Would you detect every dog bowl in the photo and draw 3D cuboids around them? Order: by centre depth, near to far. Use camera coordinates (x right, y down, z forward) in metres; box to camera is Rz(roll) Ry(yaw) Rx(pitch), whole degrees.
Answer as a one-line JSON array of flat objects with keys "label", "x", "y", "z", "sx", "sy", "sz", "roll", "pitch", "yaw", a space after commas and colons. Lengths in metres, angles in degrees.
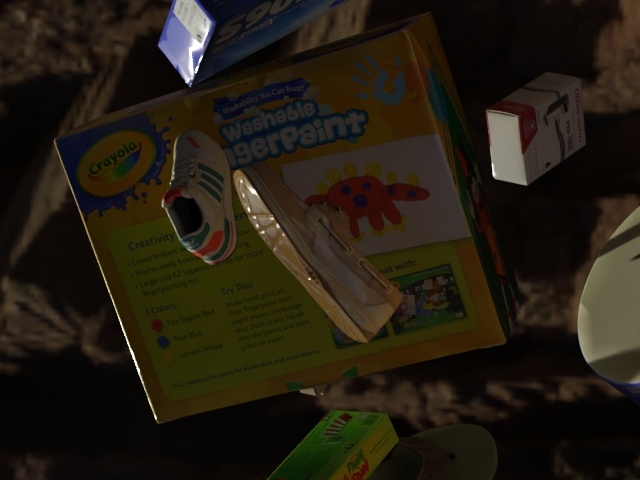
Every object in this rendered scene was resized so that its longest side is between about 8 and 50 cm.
[{"label": "dog bowl", "x": 0.413, "y": 0.064, "z": 1.594, "sx": 0.104, "sy": 0.265, "sz": 0.265, "roll": 31, "pitch": 159, "yaw": -25}]

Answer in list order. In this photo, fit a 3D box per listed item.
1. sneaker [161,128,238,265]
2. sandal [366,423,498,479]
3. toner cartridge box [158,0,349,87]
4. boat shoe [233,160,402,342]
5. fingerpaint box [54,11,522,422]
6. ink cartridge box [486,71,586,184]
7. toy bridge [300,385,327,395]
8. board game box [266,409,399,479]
[{"label": "sneaker", "x": -0.134, "y": -0.056, "z": 1.521, "sx": 0.057, "sy": 0.161, "sz": 0.075, "roll": -24, "pitch": 152, "yaw": 24}, {"label": "sandal", "x": 0.097, "y": 0.310, "z": 1.871, "sx": 0.303, "sy": 0.120, "sz": 0.086, "roll": -11, "pitch": 158, "yaw": -19}, {"label": "toner cartridge box", "x": -0.033, "y": -0.332, "z": 1.836, "sx": 0.348, "sy": 0.075, "sz": 0.165, "roll": -32, "pitch": 171, "yaw": -26}, {"label": "boat shoe", "x": 0.000, "y": 0.000, "z": 1.135, "sx": 0.170, "sy": 0.059, "sz": 0.063, "roll": 52, "pitch": 162, "yaw": -11}, {"label": "fingerpaint box", "x": -0.032, "y": -0.023, "z": 1.702, "sx": 0.445, "sy": 0.371, "sz": 0.163, "roll": -16, "pitch": -169, "yaw": 19}, {"label": "ink cartridge box", "x": 0.278, "y": -0.144, "z": 1.850, "sx": 0.056, "sy": 0.099, "sz": 0.135, "roll": 16, "pitch": -143, "yaw": 41}, {"label": "toy bridge", "x": -0.023, "y": 0.138, "z": 1.947, "sx": 0.063, "sy": 0.026, "sz": 0.188, "roll": 7, "pitch": 132, "yaw": 37}, {"label": "board game box", "x": 0.003, "y": 0.269, "z": 1.683, "sx": 0.092, "sy": 0.043, "sz": 0.181, "roll": -4, "pitch": -151, "yaw": 43}]
